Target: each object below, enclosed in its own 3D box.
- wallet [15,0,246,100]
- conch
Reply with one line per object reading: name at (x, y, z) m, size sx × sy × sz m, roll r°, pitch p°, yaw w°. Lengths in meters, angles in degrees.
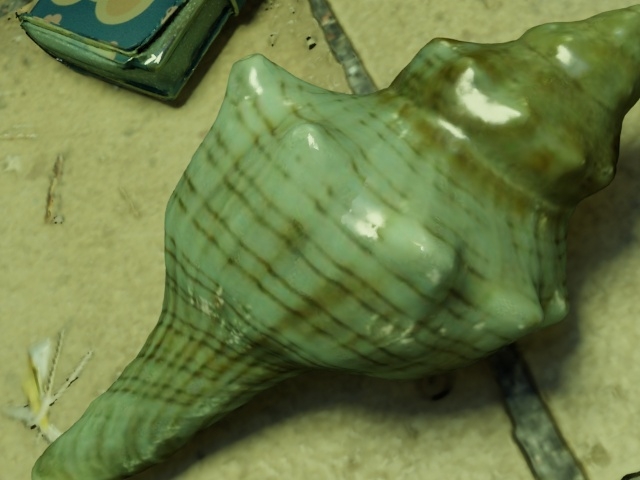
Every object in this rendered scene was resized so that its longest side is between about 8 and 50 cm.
wallet at (-0.096, -0.193, 0.729) m, size 0.141 × 0.059 × 0.202 m, roll 23°, pitch 73°, yaw 36°
conch at (-0.004, -0.011, 0.543) m, size 0.386 × 0.169 × 0.203 m, roll -22°, pitch 33°, yaw 8°
